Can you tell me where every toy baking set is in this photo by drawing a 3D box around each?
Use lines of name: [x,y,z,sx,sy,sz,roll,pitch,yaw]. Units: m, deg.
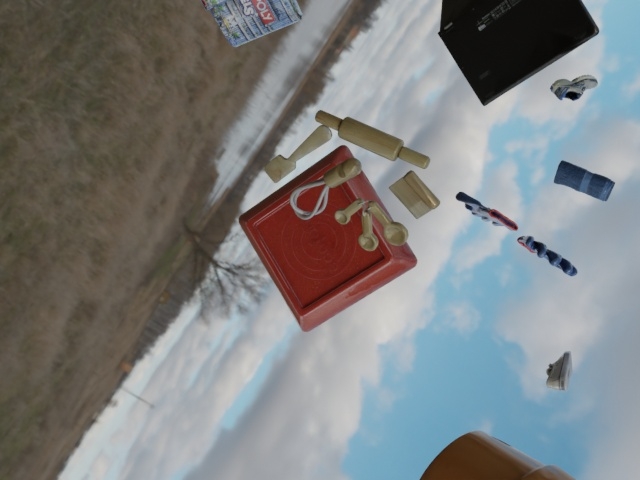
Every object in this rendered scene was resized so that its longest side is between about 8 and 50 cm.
toy baking set: [0.034,-0.080,0.888,0.030,0.256,0.197,-48,162,-45]

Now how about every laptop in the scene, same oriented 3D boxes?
laptop: [0.560,-0.684,1.890,0.382,0.408,0.236,-30,-177,43]

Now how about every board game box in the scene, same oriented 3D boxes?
board game box: [-0.117,-0.456,1.150,0.194,0.194,0.060,-15,-142,21]

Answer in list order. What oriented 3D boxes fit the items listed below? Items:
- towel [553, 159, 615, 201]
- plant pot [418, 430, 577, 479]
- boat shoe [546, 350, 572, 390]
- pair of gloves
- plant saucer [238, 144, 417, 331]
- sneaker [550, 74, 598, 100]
towel: [0.552,-0.125,1.366,0.029,0.119,0.067,-55,158,-17]
plant pot: [0.306,0.490,1.181,0.203,0.291,0.291,38,-83,42]
boat shoe: [0.363,0.198,0.993,0.035,0.035,0.100,-3,-161,29]
pair of gloves: [0.289,-0.011,0.973,0.023,0.198,0.159,-56,-176,7]
plant saucer: [0.000,0.000,1.175,0.259,0.258,0.048,-33,172,17]
sneaker: [0.674,-0.395,1.714,0.052,0.135,0.058,101,-27,-63]
